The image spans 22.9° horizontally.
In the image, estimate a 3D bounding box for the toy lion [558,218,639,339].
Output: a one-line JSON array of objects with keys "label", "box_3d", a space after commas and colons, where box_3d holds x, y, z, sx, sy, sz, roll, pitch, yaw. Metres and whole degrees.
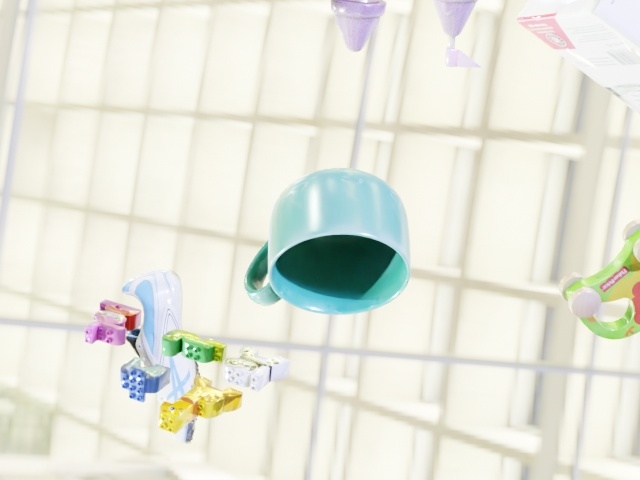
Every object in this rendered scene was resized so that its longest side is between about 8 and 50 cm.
[{"label": "toy lion", "box_3d": [0.245, 0.039, 1.194, 0.100, 0.096, 0.034, -40, -152, 9]}]

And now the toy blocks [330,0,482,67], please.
[{"label": "toy blocks", "box_3d": [0.023, -0.297, 1.458, 0.309, 0.289, 0.260, -76, 172, -73]}]

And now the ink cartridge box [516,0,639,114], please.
[{"label": "ink cartridge box", "box_3d": [0.350, -0.205, 1.635, 0.100, 0.237, 0.172, -59, -161, -6]}]

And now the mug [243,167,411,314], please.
[{"label": "mug", "box_3d": [0.004, -0.005, 1.461, 0.129, 0.158, 0.097, 85, 4, -52]}]

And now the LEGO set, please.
[{"label": "LEGO set", "box_3d": [-0.156, 0.146, 1.647, 0.227, 0.093, 0.087, 15, -64, 22]}]

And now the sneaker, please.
[{"label": "sneaker", "box_3d": [-0.207, 0.154, 2.078, 0.085, 0.086, 0.237, -87, 167, -79]}]
